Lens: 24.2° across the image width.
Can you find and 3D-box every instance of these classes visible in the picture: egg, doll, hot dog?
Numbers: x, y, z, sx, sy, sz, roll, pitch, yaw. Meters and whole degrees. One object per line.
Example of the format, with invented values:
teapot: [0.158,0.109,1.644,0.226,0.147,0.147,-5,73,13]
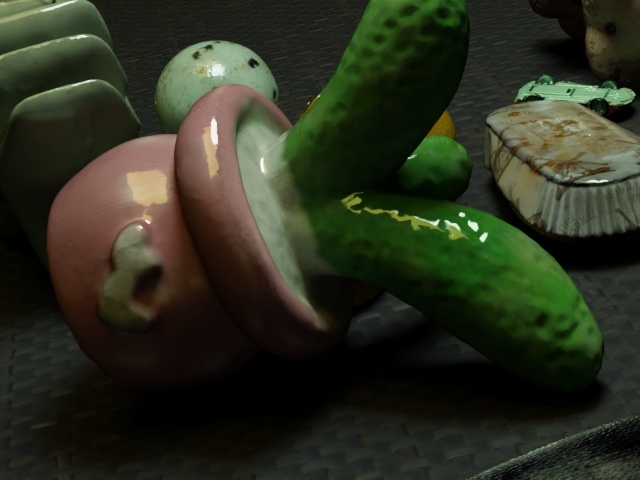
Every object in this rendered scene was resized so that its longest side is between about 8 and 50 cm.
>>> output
egg: [-0.110,-0.152,1.613,0.131,0.131,0.164,-6,10,13]
doll: [0.312,-0.234,1.618,0.201,0.156,0.303,23,-8,-16]
hot dog: [0.224,-0.062,1.307,0.144,0.075,0.268,-8,19,-3]

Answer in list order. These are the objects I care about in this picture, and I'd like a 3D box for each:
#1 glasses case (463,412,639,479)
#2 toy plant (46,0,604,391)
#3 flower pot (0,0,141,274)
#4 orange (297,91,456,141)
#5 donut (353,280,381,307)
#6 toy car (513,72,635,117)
glasses case: [0.153,0.160,0.820,0.314,0.075,0.122,-19,26,-17]
toy plant: [-0.006,0.002,1.095,0.356,0.317,0.210,-20,0,14]
flower pot: [-0.260,-0.109,1.419,0.165,0.254,0.367,-20,23,-17]
orange: [0.048,-0.090,1.382,0.155,0.134,0.154,-12,15,3]
donut: [0.013,0.024,1.247,0.097,0.043,0.108,-13,22,-2]
toy car: [0.259,-0.143,1.527,0.122,0.035,0.059,8,29,21]
